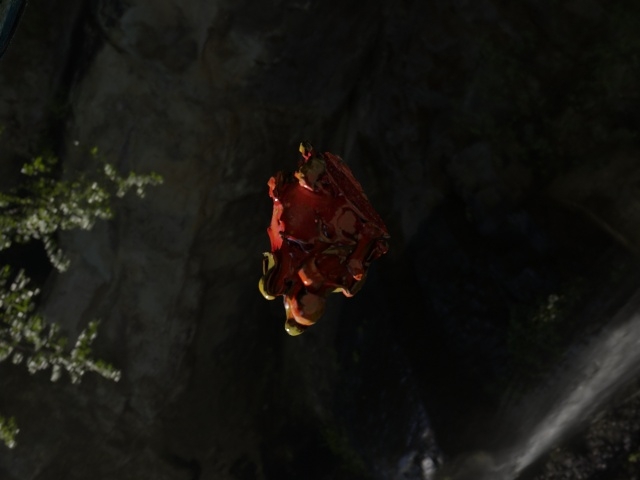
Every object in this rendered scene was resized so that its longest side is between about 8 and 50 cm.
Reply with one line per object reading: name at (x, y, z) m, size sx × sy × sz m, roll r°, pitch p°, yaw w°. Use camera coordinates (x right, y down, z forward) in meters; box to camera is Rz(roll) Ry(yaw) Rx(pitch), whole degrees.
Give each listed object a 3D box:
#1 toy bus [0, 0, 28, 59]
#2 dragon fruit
toy bus at (-0.406, -0.251, 0.812) m, size 0.246 × 0.113 × 0.134 m, roll 27°, pitch -158°, yaw -13°
dragon fruit at (0.000, 0.000, 0.921) m, size 0.133 × 0.150 × 0.208 m, roll 27°, pitch -107°, yaw -36°
